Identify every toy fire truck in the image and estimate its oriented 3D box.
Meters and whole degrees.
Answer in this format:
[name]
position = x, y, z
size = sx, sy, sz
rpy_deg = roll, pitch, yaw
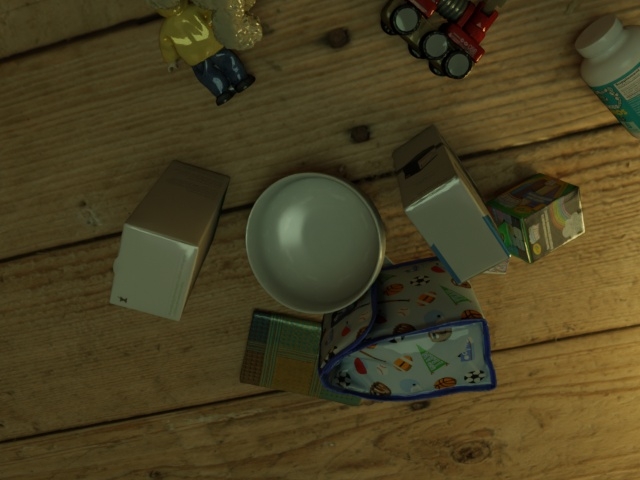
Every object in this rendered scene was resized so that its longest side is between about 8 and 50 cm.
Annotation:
[toy fire truck]
position = 0.276, -0.476, 1.121
size = 0.217, 0.158, 0.246
rpy_deg = 34, 102, -16

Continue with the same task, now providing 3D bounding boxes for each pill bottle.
[pill bottle]
position = 0.654, -0.346, 1.178
size = 0.264, 0.146, 0.146
rpy_deg = 39, 112, -18

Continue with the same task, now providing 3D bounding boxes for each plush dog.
[plush dog]
position = -0.189, -0.529, 1.048
size = 0.263, 0.225, 0.210
rpy_deg = 23, 150, -20

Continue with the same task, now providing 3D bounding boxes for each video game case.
[video game case]
position = 0.453, 0.032, 1.463
size = 0.087, 0.011, 0.122
rpy_deg = 3, 119, -1

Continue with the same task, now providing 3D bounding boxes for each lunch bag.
[lunch bag]
position = 0.186, 0.206, 1.347
size = 0.386, 0.328, 0.238
rpy_deg = -12, 113, 9

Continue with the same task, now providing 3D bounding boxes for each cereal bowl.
[cereal bowl]
position = 0.000, 0.000, 1.343
size = 0.339, 0.141, 0.338
rpy_deg = 3, 99, 22

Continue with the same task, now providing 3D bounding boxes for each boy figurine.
[boy figurine]
position = -0.265, -0.424, 1.176
size = 0.177, 0.092, 0.285
rpy_deg = -31, 113, 16

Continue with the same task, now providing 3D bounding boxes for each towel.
[towel]
position = -0.034, 0.342, 1.625
size = 0.370, 0.040, 0.271
rpy_deg = 12, 117, -4

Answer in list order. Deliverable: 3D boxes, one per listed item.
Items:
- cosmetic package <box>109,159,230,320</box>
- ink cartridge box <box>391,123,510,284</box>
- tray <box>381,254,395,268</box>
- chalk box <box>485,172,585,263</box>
[cosmetic package]
position = -0.323, -0.015, 1.243
size = 0.155, 0.365, 0.197
rpy_deg = 17, 118, -8
[ink cartridge box]
position = 0.276, -0.088, 1.231
size = 0.129, 0.307, 0.223
rpy_deg = -32, 114, 19
[tray]
position = 0.124, 0.084, 1.484
size = 0.145, 0.030, 0.270
rpy_deg = -38, 112, 18
[chalk box]
position = 0.485, -0.044, 1.316
size = 0.213, 0.132, 0.132
rpy_deg = -27, 118, -9
